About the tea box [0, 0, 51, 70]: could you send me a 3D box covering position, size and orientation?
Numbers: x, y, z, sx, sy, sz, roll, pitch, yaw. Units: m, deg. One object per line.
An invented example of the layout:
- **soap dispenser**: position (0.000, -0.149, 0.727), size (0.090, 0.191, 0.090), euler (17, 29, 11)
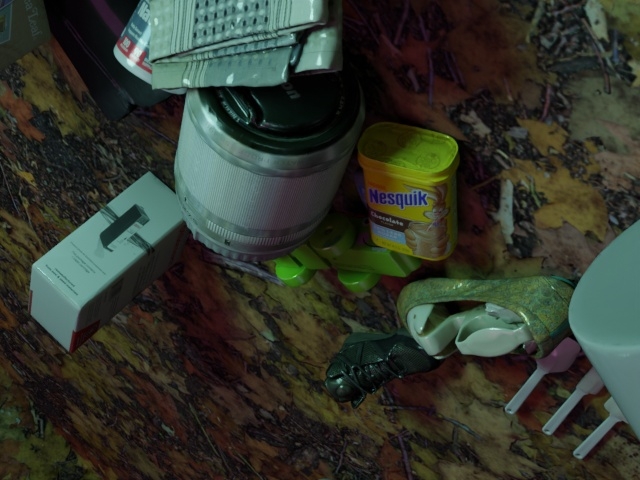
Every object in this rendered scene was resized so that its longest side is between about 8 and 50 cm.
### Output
- **tea box**: position (-0.534, -0.392, 1.391), size (0.323, 0.220, 0.329), euler (42, 156, 18)

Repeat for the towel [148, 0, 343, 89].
- **towel**: position (-0.099, -0.325, 1.221), size (0.312, 0.056, 0.324), euler (1, 95, 44)

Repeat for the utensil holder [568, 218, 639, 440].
- **utensil holder**: position (0.464, 0.154, 1.076), size (0.385, 0.327, 0.327), euler (53, 147, -14)

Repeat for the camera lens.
- **camera lens**: position (-0.072, -0.123, 1.441), size (0.219, 0.219, 0.274), euler (37, 149, 10)

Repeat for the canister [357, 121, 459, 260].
- **canister**: position (0.116, -0.059, 1.439), size (0.126, 0.073, 0.170), euler (15, 142, 21)

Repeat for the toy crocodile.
- **toy crocodile**: position (0.000, 0.000, 1.635), size (0.340, 0.105, 0.115), euler (3, 147, 43)

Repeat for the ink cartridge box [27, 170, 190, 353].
- **ink cartridge box**: position (-0.356, 0.036, 1.909), size (0.114, 0.273, 0.197), euler (43, 149, 8)

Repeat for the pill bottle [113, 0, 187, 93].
- **pill bottle**: position (-0.171, -0.284, 1.397), size (0.108, 0.108, 0.180), euler (36, 107, 11)

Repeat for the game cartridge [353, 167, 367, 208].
- **game cartridge**: position (0.078, -0.062, 1.543), size (0.056, 0.017, 0.083), euler (10, 136, 48)

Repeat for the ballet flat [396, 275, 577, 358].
- **ballet flat**: position (0.200, 0.112, 1.522), size (0.348, 0.123, 0.123), euler (-8, 122, 53)

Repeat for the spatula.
- **spatula**: position (0.353, 0.224, 1.582), size (0.168, 0.019, 0.242), euler (32, 148, 8)

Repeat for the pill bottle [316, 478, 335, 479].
- **pill bottle**: position (0.097, 0.586, 2.146), size (0.323, 0.181, 0.181), euler (13, 138, 40)

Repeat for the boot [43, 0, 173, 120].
- **boot**: position (-0.305, -0.377, 1.462), size (0.367, 0.146, 0.445), euler (3, 128, 60)

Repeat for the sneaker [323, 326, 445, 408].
- **sneaker**: position (0.092, 0.203, 1.742), size (0.227, 0.130, 0.087), euler (-8, 124, 50)
